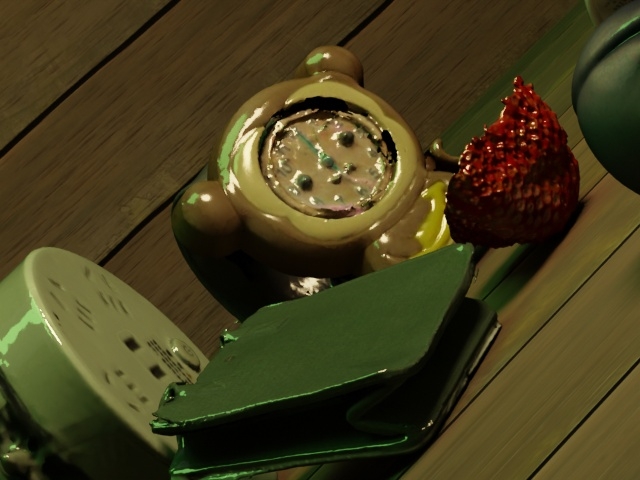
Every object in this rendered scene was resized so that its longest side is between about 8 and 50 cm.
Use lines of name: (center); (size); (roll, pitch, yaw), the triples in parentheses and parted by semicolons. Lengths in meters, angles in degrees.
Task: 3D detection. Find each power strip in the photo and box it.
power strip: (-0.207, 0.174, 1.639); (0.161, 0.357, 0.357); (-43, 4, 10)

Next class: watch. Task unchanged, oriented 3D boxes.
watch: (0.000, 0.000, 2.029); (0.314, 0.335, 0.327); (-52, -11, -29)

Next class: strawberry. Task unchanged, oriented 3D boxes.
strawberry: (0.196, -0.053, 1.679); (0.236, 0.107, 0.175); (-56, -17, -45)

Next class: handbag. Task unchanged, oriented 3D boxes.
handbag: (0.006, 0.107, 1.500); (0.260, 0.079, 0.247); (-13, 20, 26)

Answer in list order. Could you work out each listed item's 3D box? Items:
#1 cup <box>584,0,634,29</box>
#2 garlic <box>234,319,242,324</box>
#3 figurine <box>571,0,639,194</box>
cup: (0.397, -0.300, 1.654); (0.317, 0.212, 0.212); (-46, 5, -28)
garlic: (-0.040, 0.005, 2.452); (0.313, 0.249, 0.286); (-42, 48, 40)
figurine: (0.305, -0.141, 1.263); (0.265, 0.175, 0.197); (-49, 4, 39)
